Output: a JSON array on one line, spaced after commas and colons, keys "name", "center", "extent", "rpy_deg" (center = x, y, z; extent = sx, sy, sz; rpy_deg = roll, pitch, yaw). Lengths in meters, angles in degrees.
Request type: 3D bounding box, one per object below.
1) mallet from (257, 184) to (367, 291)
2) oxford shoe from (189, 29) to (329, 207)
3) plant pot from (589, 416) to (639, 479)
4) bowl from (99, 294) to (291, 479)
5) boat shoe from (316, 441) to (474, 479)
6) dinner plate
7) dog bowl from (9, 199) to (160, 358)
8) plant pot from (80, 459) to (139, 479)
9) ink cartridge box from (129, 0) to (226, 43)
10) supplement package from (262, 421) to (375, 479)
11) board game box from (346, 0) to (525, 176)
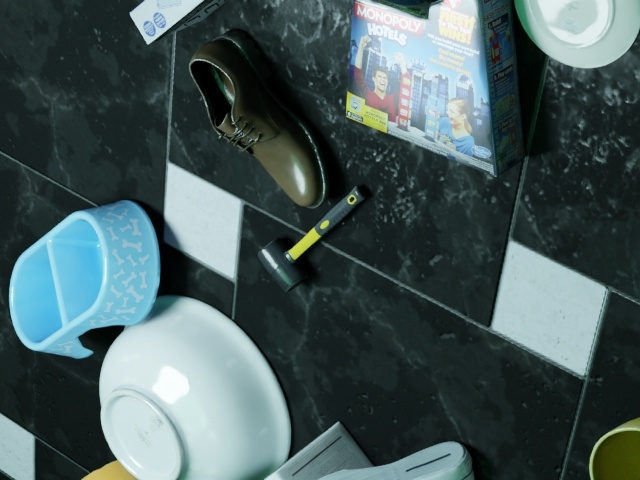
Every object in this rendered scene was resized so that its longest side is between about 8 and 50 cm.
[{"name": "mallet", "center": [0.000, 0.000, 1.852], "extent": [0.190, 0.039, 0.062], "rpy_deg": [-33, 89, 43]}, {"name": "oxford shoe", "center": [-0.076, -0.124, 1.802], "extent": [0.227, 0.096, 0.083], "rpy_deg": [53, 135, 1]}, {"name": "plant pot", "center": [0.358, 0.229, 1.622], "extent": [0.134, 0.095, 0.134], "rpy_deg": [20, 125, 32]}, {"name": "bowl", "center": [-0.193, 0.231, 2.083], "extent": [0.298, 0.134, 0.298], "rpy_deg": [21, 127, 31]}, {"name": "boat shoe", "center": [0.076, 0.310, 1.859], "extent": [0.226, 0.083, 0.076], "rpy_deg": [-17, 116, 5]}, {"name": "dinner plate", "center": [0.242, -0.230, 1.516], "extent": [0.141, 0.017, 0.141], "rpy_deg": [22, 128, 31]}, {"name": "dog bowl", "center": [-0.320, 0.055, 2.090], "extent": [0.297, 0.074, 0.166], "rpy_deg": [-32, 66, 47]}, {"name": "plant pot", "center": [-0.261, 0.416, 2.222], "extent": [0.188, 0.205, 0.205], "rpy_deg": [57, 139, 23]}, {"name": "ink cartridge box", "center": [-0.113, -0.290, 1.734], "extent": [0.207, 0.097, 0.046], "rpy_deg": [-29, 93, 47]}, {"name": "supplement package", "center": [0.025, 0.377, 1.970], "extent": [0.244, 0.139, 0.134], "rpy_deg": [53, 136, 6]}, {"name": "board game box", "center": [0.124, -0.189, 1.612], "extent": [0.194, 0.060, 0.194], "rpy_deg": [25, 127, 29]}]
